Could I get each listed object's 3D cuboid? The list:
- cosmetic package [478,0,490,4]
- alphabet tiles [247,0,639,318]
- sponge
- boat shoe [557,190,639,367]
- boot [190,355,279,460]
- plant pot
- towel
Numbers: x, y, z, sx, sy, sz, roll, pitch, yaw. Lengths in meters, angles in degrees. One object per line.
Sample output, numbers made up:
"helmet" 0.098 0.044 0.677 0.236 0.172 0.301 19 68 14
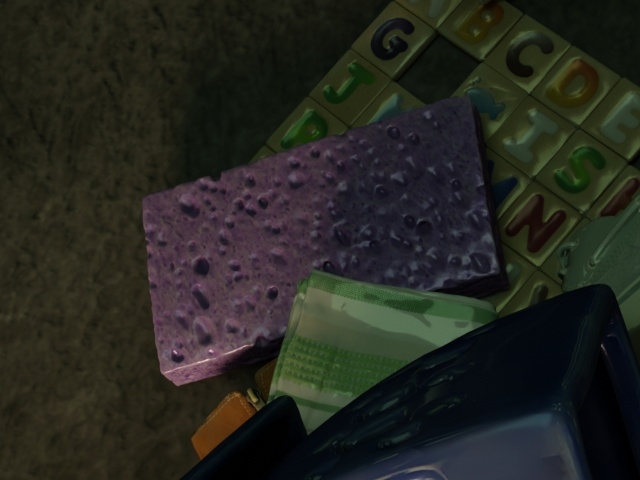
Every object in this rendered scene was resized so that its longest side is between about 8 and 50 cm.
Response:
"cosmetic package" 0.189 -0.329 1.135 0.365 0.155 0.197 -33 54 7
"alphabet tiles" 0.082 -0.040 1.129 0.198 0.009 0.237 -48 57 -4
"sponge" 0.000 0.000 1.123 0.210 0.031 0.117 -17 62 15
"boat shoe" 0.171 0.019 1.028 0.227 0.079 0.081 -46 50 -9
"boot" -0.032 0.159 1.050 0.197 0.073 0.152 -36 58 -10
"plant pot" 0.052 0.171 0.862 0.212 0.236 0.236 -15 96 16
"towel" 0.025 0.088 1.024 0.113 0.023 0.152 9 57 13
